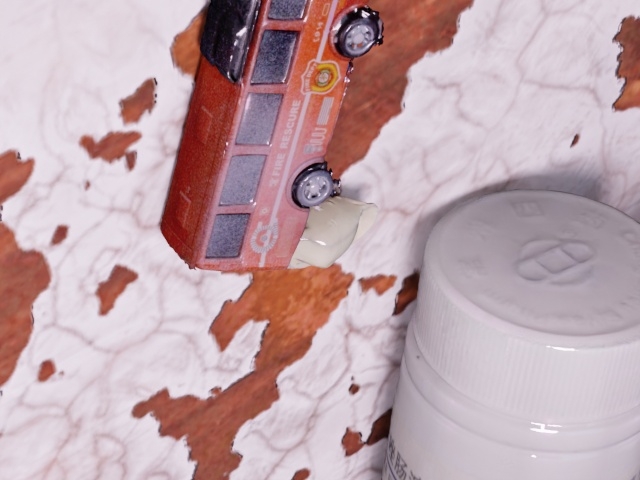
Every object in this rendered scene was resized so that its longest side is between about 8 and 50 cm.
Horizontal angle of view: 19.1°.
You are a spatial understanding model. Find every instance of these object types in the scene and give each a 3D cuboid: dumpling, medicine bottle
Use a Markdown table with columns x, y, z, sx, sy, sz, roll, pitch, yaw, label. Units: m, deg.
| x | y | z | sx | sy | sz | roll | pitch | yaw | label |
| --- | --- | --- | --- | --- | --- | --- | --- | --- | --- |
| -0.001 | 0.000 | 1.269 | 0.077 | 0.043 | 0.059 | -46 | 160 | -31 | dumpling |
| 0.145 | 0.145 | 1.399 | 0.190 | 0.190 | 0.332 | -18 | 130 | -34 | medicine bottle |

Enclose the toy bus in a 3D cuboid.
| x | y | z | sx | sy | sz | roll | pitch | yaw | label |
| --- | --- | --- | --- | --- | --- | --- | --- | --- | --- |
| -0.029 | -0.091 | 1.151 | 0.096 | 0.073 | 0.235 | -5 | 124 | -33 | toy bus |
